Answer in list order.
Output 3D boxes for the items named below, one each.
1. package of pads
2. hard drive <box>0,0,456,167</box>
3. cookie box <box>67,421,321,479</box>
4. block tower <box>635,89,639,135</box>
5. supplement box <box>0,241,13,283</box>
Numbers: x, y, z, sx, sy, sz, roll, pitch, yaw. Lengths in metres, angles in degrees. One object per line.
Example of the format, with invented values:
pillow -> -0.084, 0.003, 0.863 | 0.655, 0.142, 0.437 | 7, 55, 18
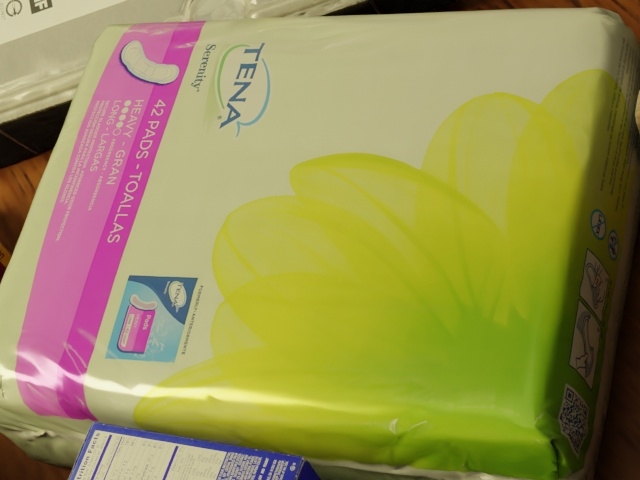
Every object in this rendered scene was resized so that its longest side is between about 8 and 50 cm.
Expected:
package of pads -> 0.000, 0.000, 0.699 | 0.296, 0.101, 0.229 | 2, 59, 24
hard drive -> -0.107, -0.195, 0.857 | 0.339, 0.064, 0.237 | -16, 73, 11
cookie box -> -0.044, 0.124, 0.636 | 0.107, 0.092, 0.040 | 5, 56, 27
block tower -> 0.225, -0.155, 0.714 | 0.091, 0.097, 0.335 | 2, 57, 24
supplement box -> -0.220, 0.021, 0.816 | 0.083, 0.043, 0.055 | -46, 52, -13
